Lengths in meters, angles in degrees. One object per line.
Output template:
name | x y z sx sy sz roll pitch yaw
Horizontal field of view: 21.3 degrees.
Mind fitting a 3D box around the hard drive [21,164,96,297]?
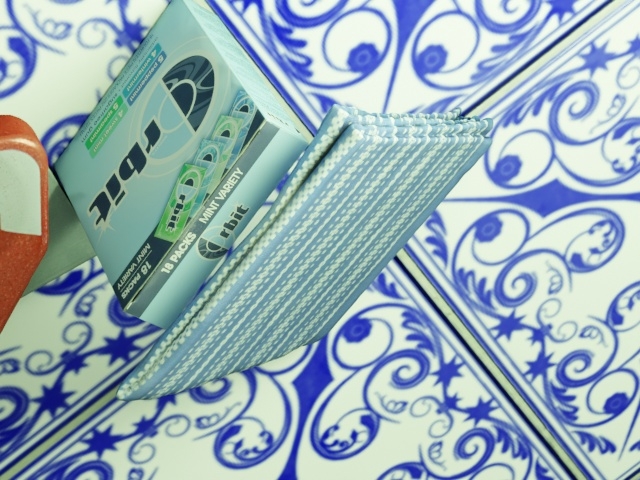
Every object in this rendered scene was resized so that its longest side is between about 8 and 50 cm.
hard drive | -0.237 0.006 1.215 0.135 0.022 0.094 -29 131 -4

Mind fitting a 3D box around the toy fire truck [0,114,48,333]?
toy fire truck | -0.326 0.019 1.085 0.302 0.169 0.254 -8 128 -21

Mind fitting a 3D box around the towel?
towel | 0.000 0.000 1.200 0.243 0.040 0.336 -51 167 16

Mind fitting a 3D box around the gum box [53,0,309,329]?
gum box | -0.098 -0.056 1.131 0.041 0.184 0.157 27 107 -36
